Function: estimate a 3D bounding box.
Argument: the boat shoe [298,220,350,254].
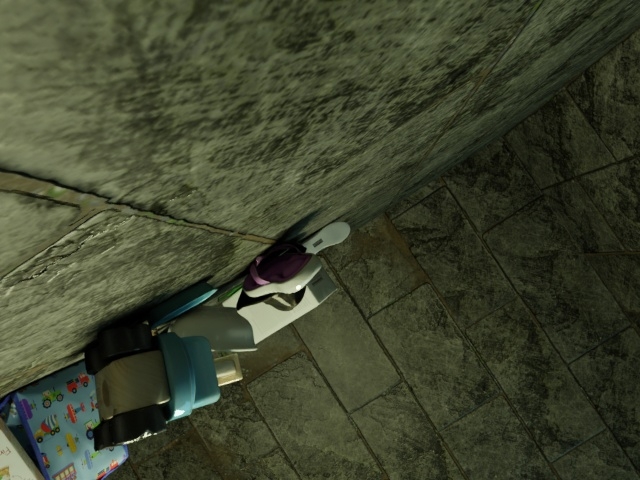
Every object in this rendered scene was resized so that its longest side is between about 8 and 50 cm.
[{"bbox_3d":[0.000,0.000,1.654,0.228,0.080,0.076,-35,-166,-15],"label":"boat shoe"}]

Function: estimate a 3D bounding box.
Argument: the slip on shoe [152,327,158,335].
[{"bbox_3d":[-0.493,0.272,1.293,0.051,0.041,0.135,-32,176,-6],"label":"slip on shoe"}]

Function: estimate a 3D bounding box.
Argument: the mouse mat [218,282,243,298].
[{"bbox_3d":[-0.349,0.203,1.856,0.153,0.007,0.190,-32,177,-16],"label":"mouse mat"}]

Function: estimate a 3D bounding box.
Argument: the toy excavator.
[{"bbox_3d":[-0.332,0.342,1.134,0.445,0.222,0.433,-2,158,-38],"label":"toy excavator"}]

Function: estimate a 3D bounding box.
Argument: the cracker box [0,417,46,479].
[{"bbox_3d":[-0.634,0.439,0.843,0.156,0.232,0.067,-31,-156,-29],"label":"cracker box"}]

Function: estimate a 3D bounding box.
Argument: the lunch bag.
[{"bbox_3d":[-0.582,0.459,1.057,0.138,0.293,0.221,-34,176,17],"label":"lunch bag"}]

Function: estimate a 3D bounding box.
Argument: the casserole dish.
[{"bbox_3d":[-0.337,0.152,1.095,0.188,0.037,0.114,-29,175,-32],"label":"casserole dish"}]

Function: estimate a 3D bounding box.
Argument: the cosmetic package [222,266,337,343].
[{"bbox_3d":[-0.175,0.229,1.874,0.453,0.230,0.161,-36,177,36],"label":"cosmetic package"}]

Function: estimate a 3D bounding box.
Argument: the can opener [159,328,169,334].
[{"bbox_3d":[-0.572,0.355,1.709,0.186,0.073,0.059,-27,-148,-31],"label":"can opener"}]

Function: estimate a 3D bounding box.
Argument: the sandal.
[{"bbox_3d":[-0.128,0.068,1.295,0.169,0.102,0.416,-47,-163,-28],"label":"sandal"}]

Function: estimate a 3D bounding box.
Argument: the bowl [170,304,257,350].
[{"bbox_3d":[-0.347,0.279,1.480,0.298,0.134,0.298,2,171,0],"label":"bowl"}]

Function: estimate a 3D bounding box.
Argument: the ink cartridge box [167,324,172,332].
[{"bbox_3d":[-0.500,0.432,1.637,0.066,0.189,0.232,-9,140,-47],"label":"ink cartridge box"}]

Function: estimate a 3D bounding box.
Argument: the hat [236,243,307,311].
[{"bbox_3d":[-0.130,0.157,1.498,0.331,0.134,0.331,-35,-165,11],"label":"hat"}]
